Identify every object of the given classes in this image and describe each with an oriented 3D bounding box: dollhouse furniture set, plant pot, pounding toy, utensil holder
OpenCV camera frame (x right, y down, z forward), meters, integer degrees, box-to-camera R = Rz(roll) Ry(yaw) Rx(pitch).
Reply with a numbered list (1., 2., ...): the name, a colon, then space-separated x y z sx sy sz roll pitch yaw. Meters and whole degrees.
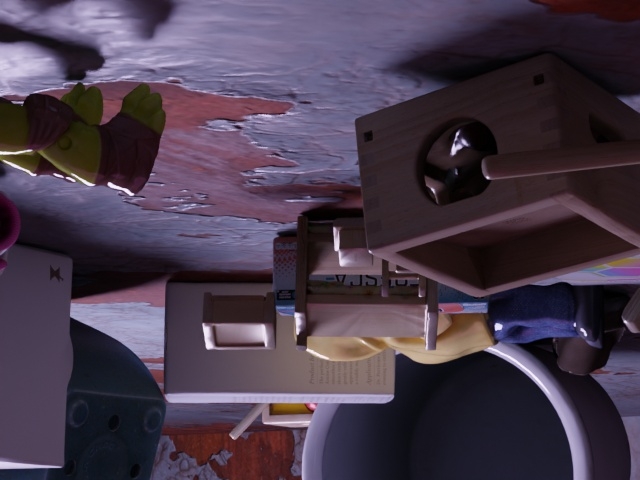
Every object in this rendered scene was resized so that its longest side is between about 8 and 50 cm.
1. dollhouse furniture set: 0.000 0.000 1.299 0.182 0.101 0.161 0 145 1
2. plant pot: -0.299 0.195 1.672 0.252 0.247 0.248 14 180 37
3. pounding toy: -0.027 0.182 2.099 0.141 0.130 0.100 -5 168 27
4. utensil holder: 0.193 0.274 2.036 0.328 0.327 0.385 -3 173 18
5. pounding toy: 0.125 -0.054 0.924 0.206 0.094 0.181 -17 157 31

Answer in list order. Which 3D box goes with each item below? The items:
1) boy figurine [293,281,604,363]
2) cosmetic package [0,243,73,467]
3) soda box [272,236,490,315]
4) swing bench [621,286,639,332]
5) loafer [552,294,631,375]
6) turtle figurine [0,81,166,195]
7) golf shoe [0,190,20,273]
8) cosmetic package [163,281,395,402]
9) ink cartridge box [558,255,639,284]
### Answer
1. boy figurine: 0.118 0.066 1.567 0.285 0.092 0.177 -2 170 17
2. cosmetic package: -0.412 0.111 1.530 0.366 0.197 0.155 -8 166 30
3. soda box: 0.052 0.029 1.438 0.183 0.063 0.058 -1 169 5
4. swing bench: 0.411 0.117 1.324 0.255 0.165 0.253 35 170 48
5. loafer: 0.287 0.103 1.804 0.080 0.078 0.220 -1 170 6
6. turtle figurine: -0.192 -0.064 0.852 0.217 0.087 0.269 8 167 -36
7. golf shoe: -0.277 0.012 1.225 0.140 0.115 0.306 -3 171 0
8. cosmetic package: -0.041 0.104 1.710 0.231 0.117 0.085 1 168 -1
9. ink cartridge box: 0.199 -0.014 1.199 0.109 0.062 0.209 -4 169 24
